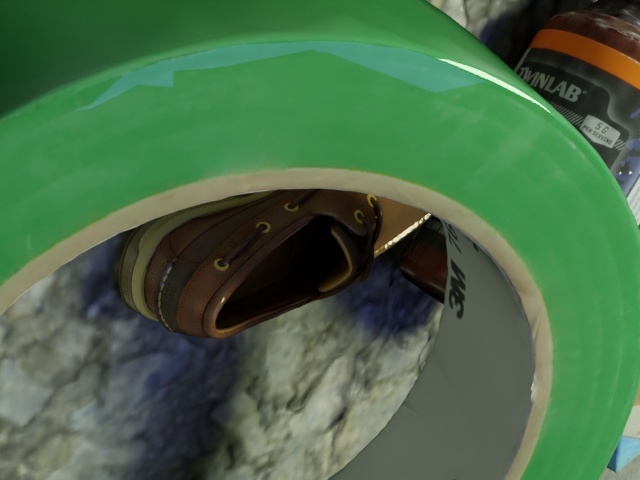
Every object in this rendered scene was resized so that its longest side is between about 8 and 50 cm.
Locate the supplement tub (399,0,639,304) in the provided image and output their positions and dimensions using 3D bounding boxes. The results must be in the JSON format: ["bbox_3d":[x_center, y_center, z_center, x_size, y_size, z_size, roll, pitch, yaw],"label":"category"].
[{"bbox_3d":[0.130,-0.042,0.600,0.106,0.106,0.198,33,88,-50],"label":"supplement tub"}]

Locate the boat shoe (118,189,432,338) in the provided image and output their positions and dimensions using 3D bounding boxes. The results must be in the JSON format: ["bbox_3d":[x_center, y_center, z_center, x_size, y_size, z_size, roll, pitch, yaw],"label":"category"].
[{"bbox_3d":[0.000,0.000,0.525,0.178,0.060,0.064,-24,129,-34],"label":"boat shoe"}]

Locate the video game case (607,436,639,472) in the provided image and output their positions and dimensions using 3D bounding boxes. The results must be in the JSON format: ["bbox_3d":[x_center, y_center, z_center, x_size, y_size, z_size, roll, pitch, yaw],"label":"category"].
[{"bbox_3d":[0.265,-0.011,0.790,0.244,0.061,0.270,-25,130,-32],"label":"video game case"}]

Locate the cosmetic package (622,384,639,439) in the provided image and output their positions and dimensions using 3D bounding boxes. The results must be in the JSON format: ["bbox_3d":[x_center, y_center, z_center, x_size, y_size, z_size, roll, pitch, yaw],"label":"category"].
[{"bbox_3d":[0.150,0.075,0.695,0.115,0.041,0.060,11,118,-17],"label":"cosmetic package"}]

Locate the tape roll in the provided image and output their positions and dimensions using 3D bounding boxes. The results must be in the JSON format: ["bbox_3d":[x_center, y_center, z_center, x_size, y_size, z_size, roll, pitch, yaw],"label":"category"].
[{"bbox_3d":[-0.039,0.060,0.431,0.321,0.077,0.321,-13,127,-17],"label":"tape roll"}]
